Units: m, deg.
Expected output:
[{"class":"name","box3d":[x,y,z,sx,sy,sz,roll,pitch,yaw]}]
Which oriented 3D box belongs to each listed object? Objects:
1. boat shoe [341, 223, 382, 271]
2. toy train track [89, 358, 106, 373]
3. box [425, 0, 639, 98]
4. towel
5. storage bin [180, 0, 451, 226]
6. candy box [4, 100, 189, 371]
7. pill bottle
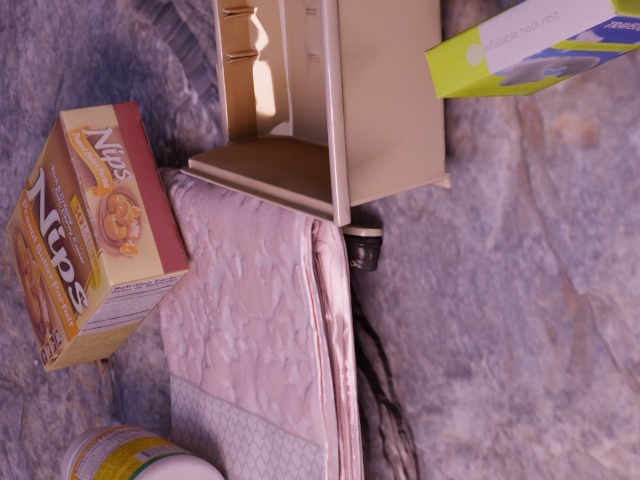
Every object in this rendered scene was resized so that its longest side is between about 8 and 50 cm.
[{"class":"boat shoe","box3d":[-0.001,0.000,1.076,0.133,0.049,0.042,12,100,40]},{"class":"toy train track","box3d":[-0.269,0.119,1.421,0.048,0.014,0.083,-52,56,49]},{"class":"box","box3d":[0.172,-0.144,0.810,0.178,0.109,0.042,-21,80,48]},{"class":"towel","box3d":[-0.073,0.096,1.125,0.332,0.053,0.317,14,112,56]},{"class":"storage bin","box3d":[-0.024,-0.176,0.968,0.260,0.123,0.262,19,120,51]},{"class":"candy box","box3d":[-0.245,0.006,1.256,0.316,0.087,0.183,-42,64,59]},{"class":"pill bottle","box3d":[-0.185,0.252,1.204,0.208,0.117,0.118,10,107,57]}]
